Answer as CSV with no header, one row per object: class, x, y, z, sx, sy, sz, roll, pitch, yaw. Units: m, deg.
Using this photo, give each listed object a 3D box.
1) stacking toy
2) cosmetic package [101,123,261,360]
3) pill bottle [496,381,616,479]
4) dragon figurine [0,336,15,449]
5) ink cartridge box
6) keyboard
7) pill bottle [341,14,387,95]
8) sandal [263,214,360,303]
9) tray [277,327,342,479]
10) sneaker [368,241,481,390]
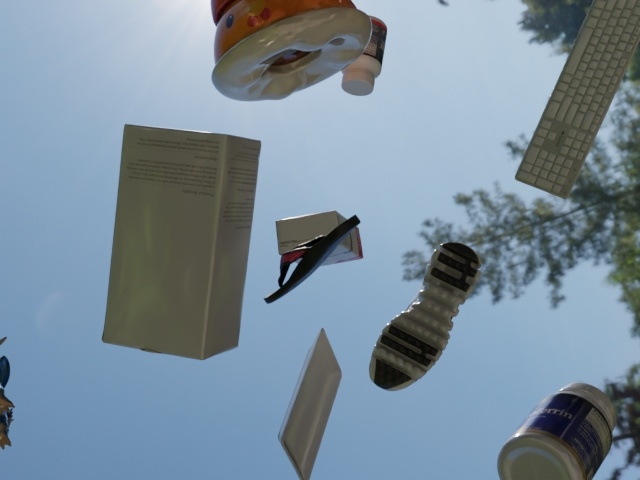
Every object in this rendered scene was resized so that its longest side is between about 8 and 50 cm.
stacking toy,-0.129,-0.562,1.682,0.351,0.351,0.479,-11,-103,-55
cosmetic package,-0.231,-0.001,1.343,0.155,0.197,0.365,-9,-72,-72
pill bottle,0.440,0.368,1.463,0.265,0.153,0.153,-25,-88,-51
dragon figurine,-0.542,0.240,1.294,0.085,0.289,0.144,-7,-144,-22
ink cartridge box,0.000,0.000,1.365,0.150,0.109,0.063,33,-131,-70
keyboard,0.319,-0.179,0.972,0.014,0.072,0.256,10,-76,-65
pill bottle,0.104,-0.457,1.997,0.108,0.108,0.180,27,-115,-43
sandal,-0.017,0.016,0.969,0.040,0.179,0.067,47,-141,5
tray,-0.022,0.309,1.511,0.270,0.030,0.145,-68,-34,-44
sneaker,0.189,0.143,1.433,0.110,0.292,0.118,34,172,11
